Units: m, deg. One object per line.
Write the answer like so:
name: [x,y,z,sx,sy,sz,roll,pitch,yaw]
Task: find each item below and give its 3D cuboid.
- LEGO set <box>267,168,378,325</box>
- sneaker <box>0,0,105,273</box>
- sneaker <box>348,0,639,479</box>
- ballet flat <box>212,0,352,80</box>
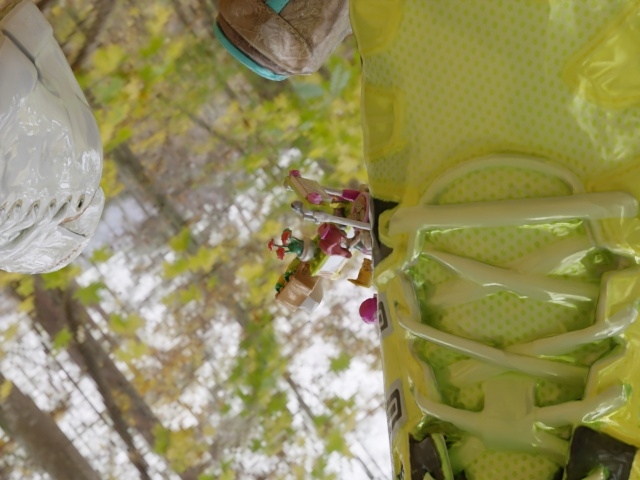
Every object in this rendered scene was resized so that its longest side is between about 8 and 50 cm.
LEGO set: [0.000,0.000,0.971,0.287,0.107,0.132,-179,-80,-67]
sneaker: [-0.146,-0.025,0.504,0.106,0.123,0.290,-25,-159,11]
sneaker: [0.087,0.058,0.368,0.145,0.384,0.147,-5,-157,25]
ballet flat: [0.008,-0.222,0.851,0.124,0.116,0.342,-48,-174,23]
